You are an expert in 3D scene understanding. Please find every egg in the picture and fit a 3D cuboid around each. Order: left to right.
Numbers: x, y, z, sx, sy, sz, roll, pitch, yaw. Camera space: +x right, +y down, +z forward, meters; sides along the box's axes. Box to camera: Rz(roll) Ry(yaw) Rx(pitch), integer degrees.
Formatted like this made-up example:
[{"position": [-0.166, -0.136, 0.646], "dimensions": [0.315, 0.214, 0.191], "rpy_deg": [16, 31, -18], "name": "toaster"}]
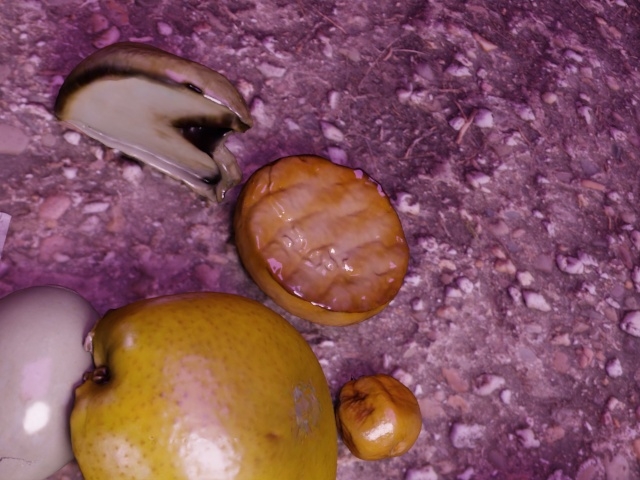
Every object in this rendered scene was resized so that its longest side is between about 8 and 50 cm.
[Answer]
[{"position": [-0.339, 0.168, 1.046], "dimensions": [0.187, 0.186, 0.253], "rpy_deg": [23, 55, -18], "name": "egg"}]

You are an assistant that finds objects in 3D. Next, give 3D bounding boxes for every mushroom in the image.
[{"position": [-0.208, -0.213, 1.333], "dimensions": [0.292, 0.217, 0.212], "rpy_deg": [37, 47, -7], "name": "mushroom"}]

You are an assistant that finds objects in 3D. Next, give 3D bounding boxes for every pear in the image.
[{"position": [-0.093, 0.224, 1.060], "dimensions": [0.386, 0.191, 0.340], "rpy_deg": [41, 46, -43], "name": "pear"}]

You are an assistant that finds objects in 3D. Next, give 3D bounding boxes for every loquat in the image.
[{"position": [0.081, 0.255, 1.305], "dimensions": [0.137, 0.113, 0.137], "rpy_deg": [8, 43, -8], "name": "loquat"}]

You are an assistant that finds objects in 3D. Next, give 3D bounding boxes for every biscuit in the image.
[{"position": [0.000, 0.000, 1.411], "dimensions": [0.296, 0.102, 0.296], "rpy_deg": [16, 52, -22], "name": "biscuit"}]

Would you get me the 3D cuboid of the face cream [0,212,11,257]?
[{"position": [-0.524, -0.038, 1.146], "dimensions": [0.244, 0.058, 0.092], "rpy_deg": [22, 47, -26], "name": "face cream"}]
